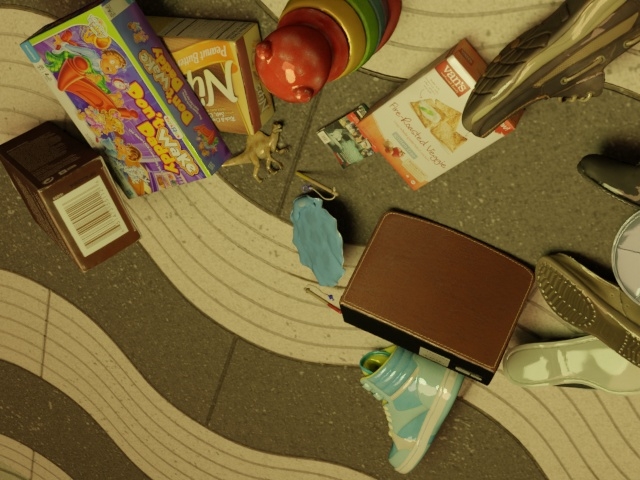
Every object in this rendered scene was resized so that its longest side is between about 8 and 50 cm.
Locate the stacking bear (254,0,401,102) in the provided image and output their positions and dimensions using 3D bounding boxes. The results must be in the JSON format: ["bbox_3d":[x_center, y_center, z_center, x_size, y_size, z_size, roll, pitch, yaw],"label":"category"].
[{"bbox_3d":[-0.001,-0.304,1.403,0.164,0.289,0.175,-26,110,42],"label":"stacking bear"}]

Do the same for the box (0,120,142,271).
[{"bbox_3d":[-0.508,-0.097,1.859,0.381,0.143,0.191,28,145,54],"label":"box"}]

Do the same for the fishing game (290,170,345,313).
[{"bbox_3d":[0.000,0.000,1.789,0.189,0.041,0.264,27,128,52],"label":"fishing game"}]

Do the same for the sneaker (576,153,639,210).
[{"bbox_3d":[0.555,-0.096,1.386,0.331,0.122,0.146,20,109,17],"label":"sneaker"}]

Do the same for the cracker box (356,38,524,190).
[{"bbox_3d":[0.193,-0.200,1.532,0.155,0.067,0.232,47,133,-11],"label":"cracker box"}]

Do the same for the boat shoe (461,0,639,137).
[{"bbox_3d":[0.352,-0.252,1.326,0.130,0.132,0.355,40,125,-14],"label":"boat shoe"}]

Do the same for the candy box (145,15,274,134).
[{"bbox_3d":[-0.252,-0.303,1.694,0.316,0.087,0.183,9,131,24],"label":"candy box"}]

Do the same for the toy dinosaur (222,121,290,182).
[{"bbox_3d":[-0.117,-0.160,1.771,0.183,0.053,0.092,-29,92,35],"label":"toy dinosaur"}]

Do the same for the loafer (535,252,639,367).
[{"bbox_3d":[0.487,0.112,1.599,0.268,0.092,0.102,42,147,18],"label":"loafer"}]

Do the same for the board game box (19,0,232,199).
[{"bbox_3d":[-0.346,-0.252,1.674,0.233,0.078,0.347,-12,121,39],"label":"board game box"}]

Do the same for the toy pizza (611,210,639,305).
[{"bbox_3d":[0.573,0.028,1.504,0.201,0.032,0.201,9,114,21],"label":"toy pizza"}]

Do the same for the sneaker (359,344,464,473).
[{"bbox_3d":[0.157,0.339,1.957,0.208,0.127,0.319,26,125,7],"label":"sneaker"}]

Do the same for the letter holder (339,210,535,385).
[{"bbox_3d":[0.217,0.100,1.727,0.302,0.214,0.152,23,166,12],"label":"letter holder"}]

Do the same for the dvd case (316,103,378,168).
[{"bbox_3d":[0.059,-0.183,1.663,0.119,0.013,0.087,-26,109,40],"label":"dvd case"}]

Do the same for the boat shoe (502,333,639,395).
[{"bbox_3d":[0.486,0.217,1.690,0.303,0.091,0.114,1,92,32],"label":"boat shoe"}]
